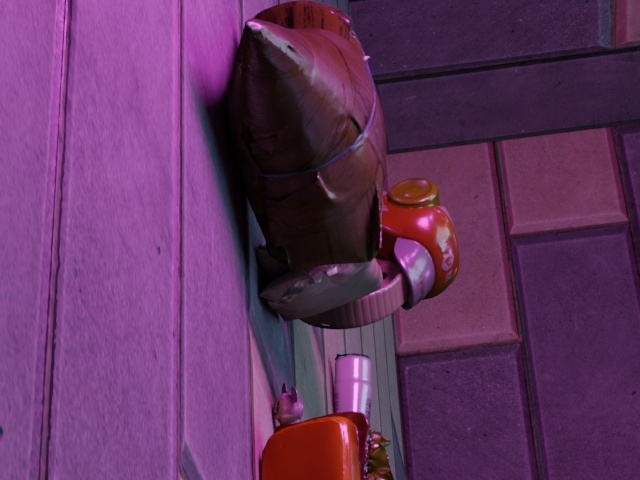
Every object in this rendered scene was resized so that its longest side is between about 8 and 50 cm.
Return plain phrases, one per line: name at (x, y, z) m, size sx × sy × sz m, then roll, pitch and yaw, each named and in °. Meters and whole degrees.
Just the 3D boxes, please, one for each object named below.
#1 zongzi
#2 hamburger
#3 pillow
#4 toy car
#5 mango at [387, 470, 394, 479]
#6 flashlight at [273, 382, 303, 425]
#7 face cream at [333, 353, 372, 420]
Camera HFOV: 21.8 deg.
zongzi at (-0.037, -0.192, 1.713) m, size 0.360 × 0.160 × 0.323 m, roll 67°, pitch 10°, yaw -50°
hamburger at (0.010, 0.254, 1.638) m, size 0.087 × 0.137 × 0.166 m, roll 40°, pitch 45°, yaw -50°
pillow at (0.001, 0.041, 1.883) m, size 0.181 × 0.134 × 0.078 m, roll 66°, pitch 6°, yaw -75°
toy car at (0.054, 0.035, 2.082) m, size 0.235 × 0.235 × 0.145 m, roll -89°, pitch 170°, yaw -58°
mango at (0.025, 0.288, 1.835) m, size 0.267 × 0.111 × 0.133 m, roll -91°, pitch -159°, yaw -66°
flashlight at (-0.034, 0.211, 1.800) m, size 0.052 × 0.031 × 0.110 m, roll -174°, pitch -100°, yaw -70°
face cream at (0.048, 0.292, 2.483) m, size 0.092 × 0.058 × 0.243 m, roll 86°, pitch 5°, yaw -68°
